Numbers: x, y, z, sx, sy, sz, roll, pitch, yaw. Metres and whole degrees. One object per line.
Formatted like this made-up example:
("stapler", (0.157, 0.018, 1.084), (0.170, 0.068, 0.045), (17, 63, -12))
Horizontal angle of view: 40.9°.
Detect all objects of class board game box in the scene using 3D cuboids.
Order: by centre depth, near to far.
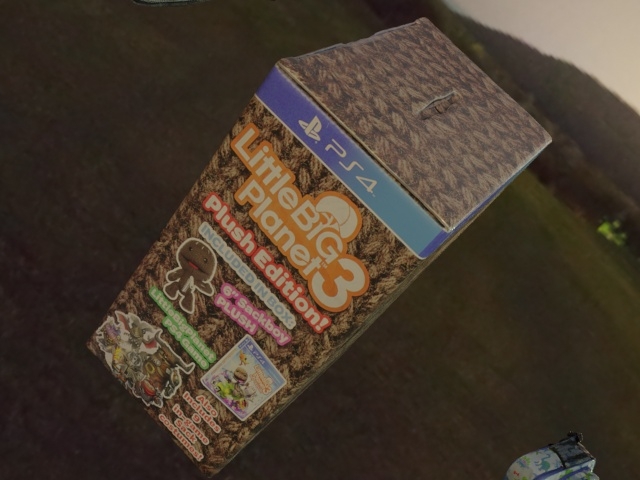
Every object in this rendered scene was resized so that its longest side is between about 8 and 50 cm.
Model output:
("board game box", (0.000, 0.000, 0.650), (0.141, 0.291, 0.232), (45, 35, 7))

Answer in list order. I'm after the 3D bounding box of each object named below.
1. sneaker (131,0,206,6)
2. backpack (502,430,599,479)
("sneaker", (-0.125, -0.217, 0.447), (0.268, 0.101, 0.153), (23, 30, -37))
("backpack", (0.304, 0.323, 1.133), (0.114, 0.105, 0.084), (-8, 38, -22))
